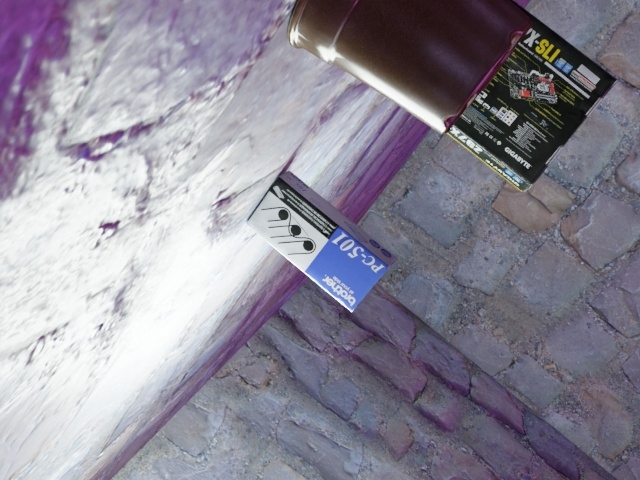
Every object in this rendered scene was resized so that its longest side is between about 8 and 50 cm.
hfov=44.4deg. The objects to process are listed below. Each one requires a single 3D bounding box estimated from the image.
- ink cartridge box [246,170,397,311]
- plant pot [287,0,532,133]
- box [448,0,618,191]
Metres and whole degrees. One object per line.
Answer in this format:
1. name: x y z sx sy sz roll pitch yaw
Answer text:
1. ink cartridge box: 0.000 0.000 1.155 0.097 0.207 0.046 -53 175 26
2. plant pot: 0.087 -0.194 0.700 0.167 0.165 0.167 -51 176 -5
3. box: 0.338 -0.288 1.458 0.257 0.322 0.079 -51 175 -4
